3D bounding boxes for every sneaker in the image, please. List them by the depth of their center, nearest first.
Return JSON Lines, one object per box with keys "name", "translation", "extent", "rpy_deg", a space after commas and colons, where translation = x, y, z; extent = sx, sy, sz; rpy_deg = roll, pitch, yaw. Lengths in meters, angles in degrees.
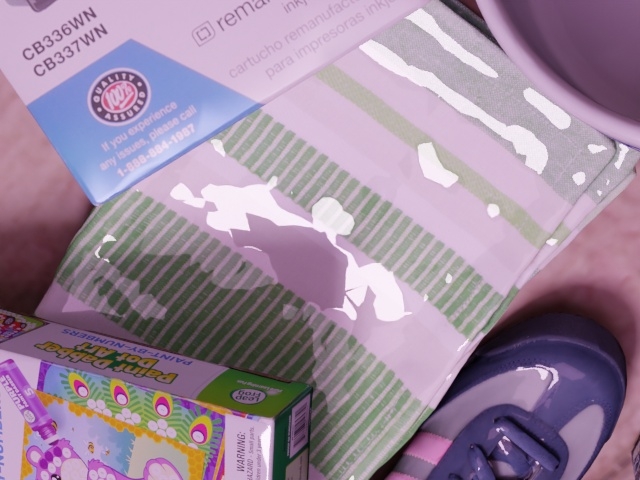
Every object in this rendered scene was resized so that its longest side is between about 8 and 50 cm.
{"name": "sneaker", "translation": [0.079, 0.187, 1.098], "extent": [0.112, 0.131, 0.319], "rpy_deg": [34, 112, -10]}

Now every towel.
{"name": "towel", "translation": [0.000, 0.000, 1.053], "extent": [0.248, 0.038, 0.325], "rpy_deg": [35, 109, -7]}

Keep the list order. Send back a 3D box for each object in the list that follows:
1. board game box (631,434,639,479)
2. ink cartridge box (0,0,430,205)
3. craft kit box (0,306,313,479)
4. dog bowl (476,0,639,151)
{"name": "board game box", "translation": [0.344, 0.075, 1.024], "extent": [0.232, 0.141, 0.291], "rpy_deg": [18, 115, -5]}
{"name": "ink cartridge box", "translation": [-0.089, -0.199, 0.879], "extent": [0.198, 0.197, 0.270], "rpy_deg": [-31, 102, 16]}
{"name": "craft kit box", "translation": [-0.128, 0.176, 1.064], "extent": [0.246, 0.061, 0.250], "rpy_deg": [13, 115, 25]}
{"name": "dog bowl", "translation": [0.206, -0.167, 0.874], "extent": [0.265, 0.104, 0.265], "rpy_deg": [-2, 84, 20]}
